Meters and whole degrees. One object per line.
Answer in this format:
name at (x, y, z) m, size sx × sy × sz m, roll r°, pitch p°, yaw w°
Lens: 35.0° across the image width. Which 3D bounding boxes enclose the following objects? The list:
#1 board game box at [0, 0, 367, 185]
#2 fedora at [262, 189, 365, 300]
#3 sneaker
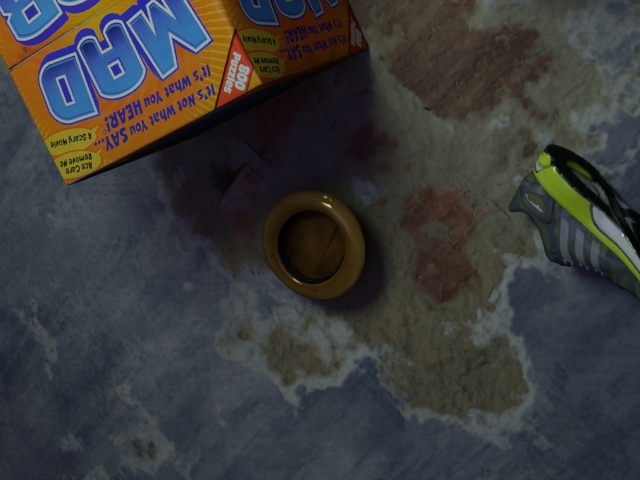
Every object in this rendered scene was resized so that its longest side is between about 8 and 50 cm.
board game box at (-0.215, -0.340, 1.452) m, size 0.357 × 0.356 × 0.356 m, roll -22°, pitch 97°, yaw 30°
fedora at (0.000, 0.000, 1.624) m, size 0.194 × 0.079 × 0.194 m, roll 12°, pitch 117°, yaw 25°
sneaker at (0.394, 0.005, 1.438) m, size 0.300 × 0.111 × 0.121 m, roll 50°, pitch 130°, yaw 9°
